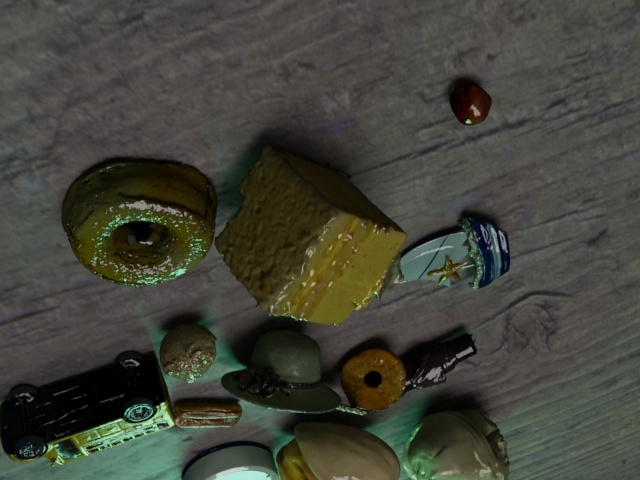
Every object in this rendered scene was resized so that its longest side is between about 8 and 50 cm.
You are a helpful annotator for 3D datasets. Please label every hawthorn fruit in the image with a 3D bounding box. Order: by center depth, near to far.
[{"bbox_3d":[0.260,-0.239,1.718,0.077,0.077,0.077,-12,138,-11],"label":"hawthorn fruit"}]

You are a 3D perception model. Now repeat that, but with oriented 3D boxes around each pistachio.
[{"bbox_3d":[0.051,0.540,2.344,0.308,0.230,0.230,22,125,-18],"label":"pistachio"}]

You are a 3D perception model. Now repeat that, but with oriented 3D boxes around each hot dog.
[{"bbox_3d":[-0.249,0.385,2.181,0.165,0.045,0.071,4,131,-26],"label":"hot dog"}]

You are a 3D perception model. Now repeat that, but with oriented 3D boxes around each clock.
[{"bbox_3d":[-0.215,0.583,2.380,0.230,0.083,0.230,-13,136,-12],"label":"clock"}]

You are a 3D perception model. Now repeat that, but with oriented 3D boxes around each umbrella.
[{"bbox_3d":[0.213,0.307,2.258,0.326,0.090,0.094,-26,117,6],"label":"umbrella"}]

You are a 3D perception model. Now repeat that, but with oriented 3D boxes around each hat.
[{"bbox_3d":[-0.072,0.253,2.035,0.257,0.257,0.130,6,98,-27],"label":"hat"}]

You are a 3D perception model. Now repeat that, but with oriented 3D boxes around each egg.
[{"bbox_3d":[-0.261,0.223,1.952,0.118,0.116,0.140,-1,160,-28],"label":"egg"}]

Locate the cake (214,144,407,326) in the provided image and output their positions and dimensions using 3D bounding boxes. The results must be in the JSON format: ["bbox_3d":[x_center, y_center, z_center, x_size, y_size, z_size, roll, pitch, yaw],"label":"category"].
[{"bbox_3d":[0.000,0.000,1.716,0.286,0.227,0.222,15,116,-49],"label":"cake"}]

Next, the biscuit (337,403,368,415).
[{"bbox_3d":[-0.024,0.348,2.156,0.231,0.016,0.139,17,172,-17],"label":"biscuit"}]

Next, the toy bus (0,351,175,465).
[{"bbox_3d":[-0.467,0.352,1.980,0.331,0.145,0.151,-18,140,-5],"label":"toy bus"}]

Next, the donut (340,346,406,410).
[{"bbox_3d":[0.123,0.305,2.194,0.152,0.152,0.058,-36,174,15],"label":"donut"}]

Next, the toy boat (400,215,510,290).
[{"bbox_3d":[0.242,0.041,2.034,0.291,0.067,0.220,-10,138,4],"label":"toy boat"}]

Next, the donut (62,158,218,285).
[{"bbox_3d":[-0.304,-0.020,1.687,0.272,0.107,0.272,-10,136,-10],"label":"donut"}]

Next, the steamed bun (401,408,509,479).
[{"bbox_3d":[0.334,0.519,2.456,0.289,0.203,0.276,17,151,-33],"label":"steamed bun"}]
